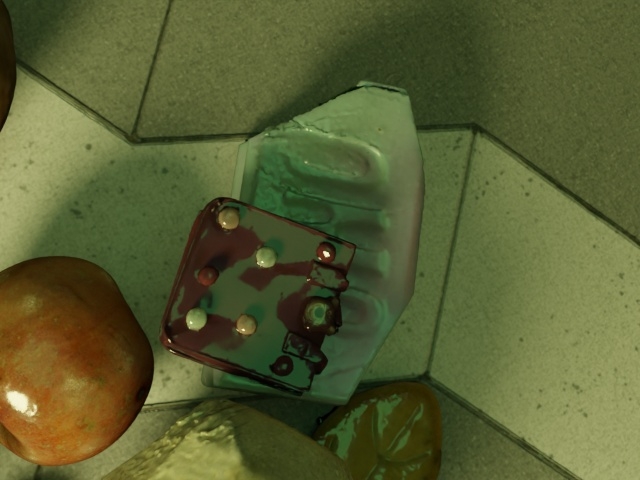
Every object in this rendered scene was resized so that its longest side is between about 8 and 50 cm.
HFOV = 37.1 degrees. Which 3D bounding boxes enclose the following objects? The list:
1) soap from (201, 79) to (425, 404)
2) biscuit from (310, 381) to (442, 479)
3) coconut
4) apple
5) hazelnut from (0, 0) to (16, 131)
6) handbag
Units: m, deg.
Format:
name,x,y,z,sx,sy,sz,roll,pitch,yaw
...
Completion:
name,x,y,z,sx,sy,sz,roll,pitch,yaw
soap,0.000,0.000,1.329,0.261,0.156,0.446,11,77,-11
biscuit,0.080,0.311,1.352,0.203,0.041,0.260,39,76,-4
coconut,-0.134,0.400,1.110,0.344,0.415,0.415,25,75,14
apple,-0.327,0.144,1.186,0.253,0.253,0.254,2,80,-13
hazelnut,-0.554,-0.204,1.143,0.365,0.366,0.366,2,80,-13
handbag,-0.075,0.069,1.183,0.216,0.074,0.203,20,78,-7
